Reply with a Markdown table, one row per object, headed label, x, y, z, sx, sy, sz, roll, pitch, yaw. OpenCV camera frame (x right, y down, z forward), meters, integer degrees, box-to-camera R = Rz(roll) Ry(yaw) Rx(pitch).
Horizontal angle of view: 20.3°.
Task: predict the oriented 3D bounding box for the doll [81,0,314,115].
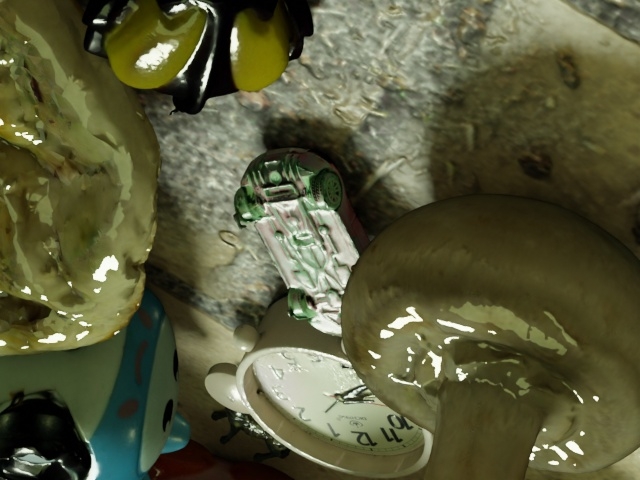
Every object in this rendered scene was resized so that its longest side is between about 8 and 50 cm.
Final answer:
| label | x | y | z | sx | sy | sz | roll | pitch | yaw |
| --- | --- | --- | --- | --- | --- | --- | --- | --- | --- |
| doll | -0.060 | -0.146 | 0.963 | 0.127 | 0.088 | 0.249 | 27 | 144 | 0 |

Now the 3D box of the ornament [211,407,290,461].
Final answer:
| label | x | y | z | sx | sy | sz | roll | pitch | yaw |
| --- | --- | --- | --- | --- | --- | --- | --- | --- | --- |
| ornament | -0.045 | 0.139 | 1.406 | 0.073 | 0.028 | 0.125 | 28 | 149 | -1 |

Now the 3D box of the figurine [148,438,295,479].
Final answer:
| label | x | y | z | sx | sy | sz | roll | pitch | yaw |
| --- | --- | --- | --- | --- | --- | --- | --- | --- | --- |
| figurine | -0.108 | 0.257 | 1.483 | 0.173 | 0.173 | 0.173 | 18 | 147 | 13 |

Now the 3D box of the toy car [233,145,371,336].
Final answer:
| label | x | y | z | sx | sy | sz | roll | pitch | yaw |
| --- | --- | --- | --- | --- | --- | --- | --- | --- | --- |
| toy car | 0.000 | 0.000 | 1.155 | 0.069 | 0.055 | 0.142 | -8 | 124 | 30 |

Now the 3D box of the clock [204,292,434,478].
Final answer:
| label | x | y | z | sx | sy | sz | roll | pitch | yaw |
| --- | --- | --- | --- | --- | --- | --- | --- | --- | --- |
| clock | 0.018 | 0.100 | 1.279 | 0.229 | 0.063 | 0.155 | -1 | 136 | 32 |

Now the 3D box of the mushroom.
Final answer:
| label | x | y | z | sx | sy | sz | roll | pitch | yaw |
| --- | --- | --- | --- | --- | --- | --- | --- | --- | --- |
| mushroom | 0.102 | 0.087 | 1.060 | 0.207 | 0.215 | 0.207 | 15 | 153 | 8 |

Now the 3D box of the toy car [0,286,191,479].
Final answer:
| label | x | y | z | sx | sy | sz | roll | pitch | yaw |
| --- | --- | --- | --- | --- | --- | --- | --- | --- | --- |
| toy car | -0.195 | 0.125 | 1.351 | 0.190 | 0.188 | 0.255 | 26 | 144 | -32 |

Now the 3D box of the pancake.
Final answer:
| label | x | y | z | sx | sy | sz | roll | pitch | yaw |
| --- | --- | --- | --- | --- | --- | --- | --- | --- | --- |
| pancake | -0.275 | -0.069 | 1.156 | 0.387 | 0.082 | 0.387 | 16 | 130 | 20 |
